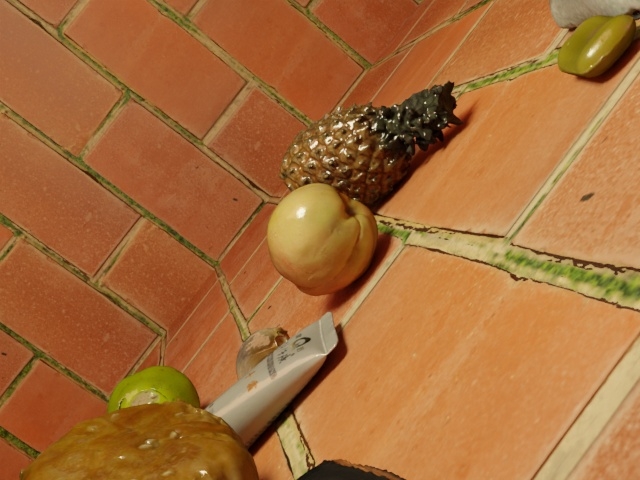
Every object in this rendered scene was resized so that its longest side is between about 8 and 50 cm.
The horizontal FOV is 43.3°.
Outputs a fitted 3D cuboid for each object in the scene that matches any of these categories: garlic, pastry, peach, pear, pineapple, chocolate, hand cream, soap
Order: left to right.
[{"bbox_3d":[-0.212,0.326,0.973,0.284,0.184,0.315,-13,15,-28],"label":"pastry"},{"bbox_3d":[-0.328,0.338,1.594,0.187,0.187,0.220,-53,-2,-5],"label":"pear"},{"bbox_3d":[-0.109,0.202,1.386,0.152,0.066,0.084,-47,13,13],"label":"garlic"},{"bbox_3d":[-0.086,0.233,1.177,0.314,0.089,0.140,-43,13,4],"label":"hand cream"},{"bbox_3d":[0.000,0.000,1.305,0.184,0.184,0.184,-50,11,13],"label":"peach"},{"bbox_3d":[0.099,-0.183,1.472,0.362,0.202,0.202,-31,22,43],"label":"pineapple"},{"bbox_3d":[0.341,-0.241,0.998,0.089,0.045,0.140,-47,10,11],"label":"soap"},{"bbox_3d":[0.409,-0.386,1.081,0.185,0.100,0.303,-48,14,3],"label":"chocolate"}]

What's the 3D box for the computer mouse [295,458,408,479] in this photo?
[{"bbox_3d":[-0.004,0.258,0.638,0.183,0.116,0.323,-50,9,-19],"label":"computer mouse"}]
